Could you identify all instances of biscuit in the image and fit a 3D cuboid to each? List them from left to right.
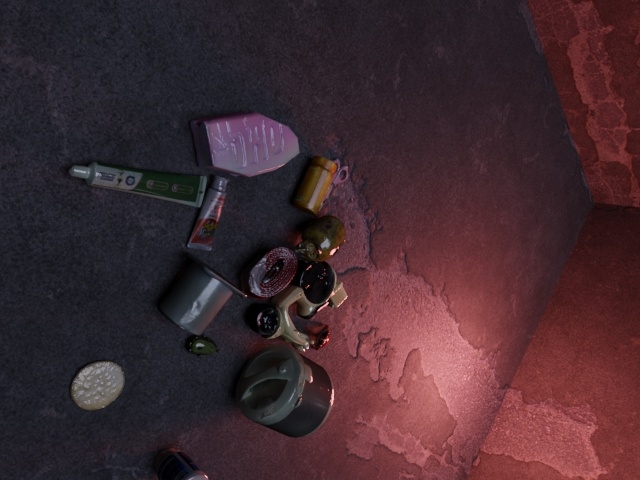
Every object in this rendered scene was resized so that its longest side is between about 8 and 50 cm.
[{"bbox_3d":[-0.624,0.408,1.422,0.152,0.020,0.151,-11,107,-40],"label":"biscuit"}]

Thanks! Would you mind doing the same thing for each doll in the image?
[{"bbox_3d":[0.009,0.372,1.918,0.057,0.169,0.109,26,81,-4],"label":"doll"}]

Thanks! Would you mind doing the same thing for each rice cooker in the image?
[{"bbox_3d":[-0.126,0.515,1.739,0.277,0.288,0.288,40,73,-39],"label":"rice cooker"}]

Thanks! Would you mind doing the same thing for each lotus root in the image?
[{"bbox_3d":[0.002,0.001,1.780,0.278,0.154,0.153,-38,127,-61],"label":"lotus root"}]

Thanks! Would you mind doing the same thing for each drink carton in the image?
[{"bbox_3d":[-0.362,0.167,1.509,0.185,0.191,0.189,38,84,-44],"label":"drink carton"}]

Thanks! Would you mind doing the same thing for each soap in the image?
[{"bbox_3d":[-0.224,-0.298,1.563,0.324,0.109,0.192,-21,114,-38],"label":"soap"}]

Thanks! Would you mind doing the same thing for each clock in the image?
[{"bbox_3d":[-0.071,0.242,1.829,0.379,0.120,0.276,-46,123,-25],"label":"clock"}]

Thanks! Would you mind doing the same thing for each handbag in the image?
[{"bbox_3d":[-0.375,0.336,1.615,0.111,0.047,0.072,24,85,-41],"label":"handbag"}]

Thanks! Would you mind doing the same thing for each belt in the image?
[{"bbox_3d":[-0.178,0.113,1.693,0.128,0.124,0.201,49,62,-11],"label":"belt"}]

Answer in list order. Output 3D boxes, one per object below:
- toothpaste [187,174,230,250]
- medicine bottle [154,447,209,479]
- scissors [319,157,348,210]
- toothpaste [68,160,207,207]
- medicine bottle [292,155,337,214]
[{"bbox_3d":[-0.339,-0.084,1.552,0.089,0.057,0.234,13,99,-50],"label":"toothpaste"},{"bbox_3d":[-0.433,0.719,1.553,0.107,0.192,0.106,-11,107,-41],"label":"medicine bottle"},{"bbox_3d":[0.037,-0.201,1.884,0.110,0.021,0.212,34,76,-40],"label":"scissors"},{"bbox_3d":[-0.486,-0.161,1.389,0.392,0.061,0.098,6,100,-47],"label":"toothpaste"},{"bbox_3d":[-0.021,-0.193,1.781,0.096,0.096,0.191,29,79,-42],"label":"medicine bottle"}]
